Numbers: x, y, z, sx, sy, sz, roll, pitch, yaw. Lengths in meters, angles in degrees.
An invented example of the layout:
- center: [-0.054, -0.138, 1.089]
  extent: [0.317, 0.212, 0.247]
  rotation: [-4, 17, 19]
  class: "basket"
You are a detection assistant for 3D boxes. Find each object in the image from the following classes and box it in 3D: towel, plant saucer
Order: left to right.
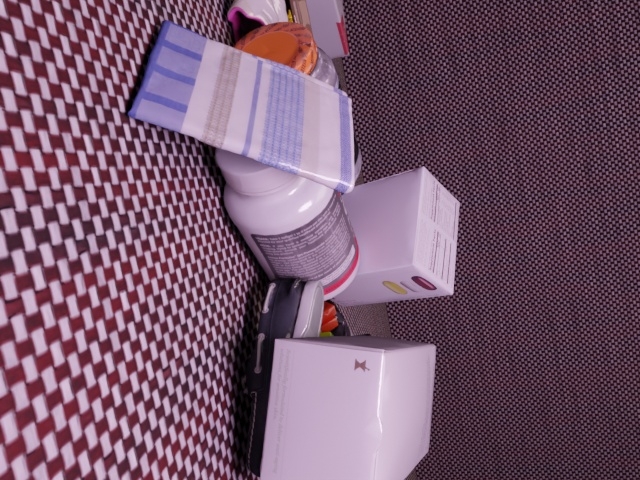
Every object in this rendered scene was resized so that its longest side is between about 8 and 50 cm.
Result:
- center: [-0.084, -0.173, 0.706]
  extent: [0.034, 0.285, 0.209]
  rotation: [126, -27, -43]
  class: "towel"
- center: [-0.054, -0.536, 1.293]
  extent: [0.278, 0.041, 0.277]
  rotation: [-13, 90, -89]
  class: "plant saucer"

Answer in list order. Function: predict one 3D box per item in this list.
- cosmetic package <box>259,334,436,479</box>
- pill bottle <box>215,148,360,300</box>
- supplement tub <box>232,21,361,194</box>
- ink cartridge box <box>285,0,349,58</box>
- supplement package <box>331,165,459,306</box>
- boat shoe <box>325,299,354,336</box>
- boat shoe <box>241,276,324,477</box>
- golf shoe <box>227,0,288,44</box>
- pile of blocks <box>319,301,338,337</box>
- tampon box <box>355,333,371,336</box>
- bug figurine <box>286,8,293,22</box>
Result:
- center: [0.066, 0.244, 0.811]
  extent: [0.365, 0.155, 0.196]
  rotation: [25, 70, -65]
  class: "cosmetic package"
- center: [-0.049, -0.047, 0.883]
  extent: [0.318, 0.176, 0.176]
  rotation: [67, 18, -51]
  class: "pill bottle"
- center: [-0.044, -0.226, 1.012]
  extent: [0.316, 0.194, 0.193]
  rotation: [65, 19, -54]
  class: "supplement tub"
- center: [-0.034, -0.761, 1.581]
  extent: [0.279, 0.160, 0.384]
  rotation: [56, 27, -66]
  class: "ink cartridge box"
- center: [0.117, 0.004, 1.072]
  extent: [0.145, 0.262, 0.204]
  rotation: [34, 56, -40]
  class: "supplement package"
- center: [0.023, 0.187, 1.235]
  extent: [0.228, 0.080, 0.076]
  rotation: [-106, 173, -74]
  class: "boat shoe"
- center: [-0.067, 0.196, 0.813]
  extent: [0.114, 0.091, 0.302]
  rotation: [72, 27, -52]
  class: "boat shoe"
- center: [-0.106, -0.348, 1.084]
  extent: [0.140, 0.115, 0.306]
  rotation: [-66, 143, -46]
  class: "golf shoe"
- center: [-0.001, 0.252, 1.038]
  extent: [0.362, 0.113, 0.149]
  rotation: [-86, 162, -49]
  class: "pile of blocks"
- center: [0.082, 0.331, 1.353]
  extent: [0.101, 0.120, 0.161]
  rotation: [-73, 152, -64]
  class: "tampon box"
- center: [-0.101, -0.494, 1.228]
  extent: [0.216, 0.072, 0.279]
  rotation: [76, 1, -59]
  class: "bug figurine"
